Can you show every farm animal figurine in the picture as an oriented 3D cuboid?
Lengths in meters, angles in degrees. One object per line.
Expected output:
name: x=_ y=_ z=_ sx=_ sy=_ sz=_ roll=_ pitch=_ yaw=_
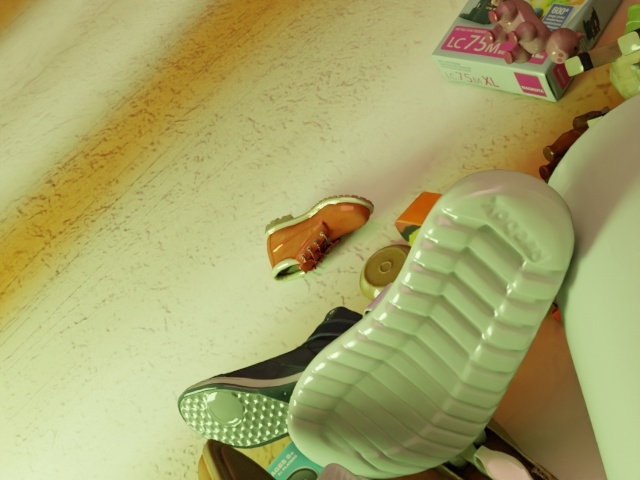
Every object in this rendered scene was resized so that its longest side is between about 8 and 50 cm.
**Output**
farm animal figurine: x=0.333 y=-0.205 z=1.208 sx=0.172 sy=0.330 sz=0.326 roll=-24 pitch=21 yaw=-19

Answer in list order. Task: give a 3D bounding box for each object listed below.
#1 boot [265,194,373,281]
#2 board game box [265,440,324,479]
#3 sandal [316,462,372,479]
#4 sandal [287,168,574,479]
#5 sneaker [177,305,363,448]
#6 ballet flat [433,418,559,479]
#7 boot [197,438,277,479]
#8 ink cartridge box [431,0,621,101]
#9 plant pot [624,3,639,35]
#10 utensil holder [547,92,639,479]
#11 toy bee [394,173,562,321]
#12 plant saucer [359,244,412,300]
boot: x=0.000 y=0.000 z=1.432 sx=0.157 sy=0.059 sz=0.085 roll=-24 pitch=47 yaw=28
board game box: x=0.001 y=0.384 z=1.090 sx=0.254 sy=0.079 sz=0.336 roll=-48 pitch=44 yaw=-9
sandal: x=0.070 y=0.289 z=1.007 sx=0.265 sy=0.076 sz=0.102 roll=29 pitch=99 yaw=57
sandal: x=0.109 y=0.087 z=1.056 sx=0.416 sy=0.169 sz=0.102 roll=-55 pitch=6 yaw=41
sneaker: x=-0.034 y=0.149 z=1.269 sx=0.226 sy=0.086 sz=0.163 roll=-10 pitch=22 yaw=23
ballet flat: x=0.160 y=0.210 z=1.130 sx=0.080 sy=0.073 sz=0.232 roll=-50 pitch=44 yaw=-11
boot: x=-0.095 y=0.343 z=1.045 sx=0.220 sy=0.109 sz=0.283 roll=-49 pitch=51 yaw=16
ink cartridge box: x=0.300 y=-0.328 z=1.496 sx=0.185 sy=0.065 sz=0.311 roll=19 pitch=65 yaw=42
plant pot: x=0.383 y=-0.222 z=1.343 sx=0.083 sy=0.083 sz=0.079 roll=22 pitch=81 yaw=43
utensil holder: x=0.366 y=0.094 z=0.913 sx=0.327 sy=0.328 sz=0.386 roll=-24 pitch=42 yaw=16
toy bee: x=0.197 y=0.023 z=1.225 sx=0.195 sy=0.162 sz=0.298 roll=-39 pitch=16 yaw=2
plant saucer: x=0.081 y=0.035 z=1.373 sx=0.083 sy=0.015 sz=0.083 roll=-19 pitch=46 yaw=21
